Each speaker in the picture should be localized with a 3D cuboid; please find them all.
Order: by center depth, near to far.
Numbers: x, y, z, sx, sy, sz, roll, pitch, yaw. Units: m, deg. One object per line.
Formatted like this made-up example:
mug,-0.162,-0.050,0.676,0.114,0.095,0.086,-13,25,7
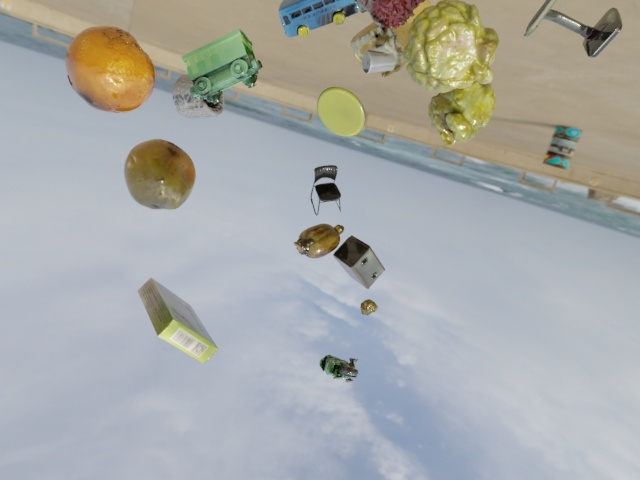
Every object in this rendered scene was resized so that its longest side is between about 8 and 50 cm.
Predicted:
speaker,0.207,0.115,2.268,0.192,0.153,0.231,34,167,45

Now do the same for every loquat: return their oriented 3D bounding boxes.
loquat,-0.643,-0.256,1.707,0.276,0.283,0.276,0,163,0

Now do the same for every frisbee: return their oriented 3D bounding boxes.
frisbee,0.086,-0.550,1.853,0.236,0.236,0.017,21,-128,17

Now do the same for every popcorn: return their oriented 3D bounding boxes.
popcorn,0.349,-0.522,1.162,0.259,0.259,0.212,14,-138,-15
popcorn,0.542,-0.501,1.676,0.235,0.242,0.250,54,179,-10

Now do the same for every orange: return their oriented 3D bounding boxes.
orange,-0.623,-0.505,1.278,0.246,0.246,0.246,16,-167,-4

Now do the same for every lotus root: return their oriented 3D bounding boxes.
lotus root,0.000,0.000,2.226,0.314,0.141,0.169,-23,-116,-27

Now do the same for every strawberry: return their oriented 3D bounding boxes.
strawberry,0.234,-0.800,1.273,0.233,0.306,0.138,56,-156,16

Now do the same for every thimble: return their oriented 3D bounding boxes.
thimble,-0.577,-0.682,2.030,0.157,0.217,0.245,-6,-151,17

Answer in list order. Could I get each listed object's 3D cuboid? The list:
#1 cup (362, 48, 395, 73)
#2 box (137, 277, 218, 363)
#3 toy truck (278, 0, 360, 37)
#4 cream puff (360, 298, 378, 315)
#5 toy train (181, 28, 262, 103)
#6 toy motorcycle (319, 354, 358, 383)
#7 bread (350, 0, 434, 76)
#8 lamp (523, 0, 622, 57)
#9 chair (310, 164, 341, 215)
cup,0.217,-0.693,1.643,0.116,0.074,0.104,-10,-117,-17
box,-0.411,0.224,1.223,0.260,0.062,0.175,32,167,50
toy truck,-0.005,-1.059,1.939,0.385,0.161,0.162,-7,141,27
cream puff,0.198,0.278,1.759,0.083,0.058,0.083,31,148,-26
toy train,-0.378,-0.665,1.653,0.301,0.202,0.120,-19,173,13
toy motorcycle,0.052,0.380,1.289,0.106,0.074,0.190,13,170,-3
bread,0.396,-1.008,2.116,0.250,0.394,0.361,54,164,-25
lamp,0.712,-0.636,1.166,0.283,0.203,0.124,8,-124,-18
chair,0.034,-0.257,2.191,0.140,0.221,0.145,-9,-129,-14
